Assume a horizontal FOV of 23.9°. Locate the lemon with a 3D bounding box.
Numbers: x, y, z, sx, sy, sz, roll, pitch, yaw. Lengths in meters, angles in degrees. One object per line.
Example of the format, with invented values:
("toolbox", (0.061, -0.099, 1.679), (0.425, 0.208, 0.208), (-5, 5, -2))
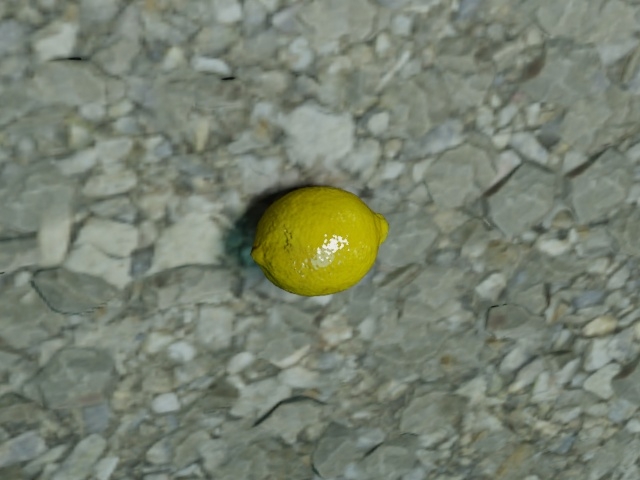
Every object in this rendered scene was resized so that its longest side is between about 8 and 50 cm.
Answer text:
("lemon", (0.000, 0.000, 0.839), (0.083, 0.062, 0.062), (-10, 132, -20))
